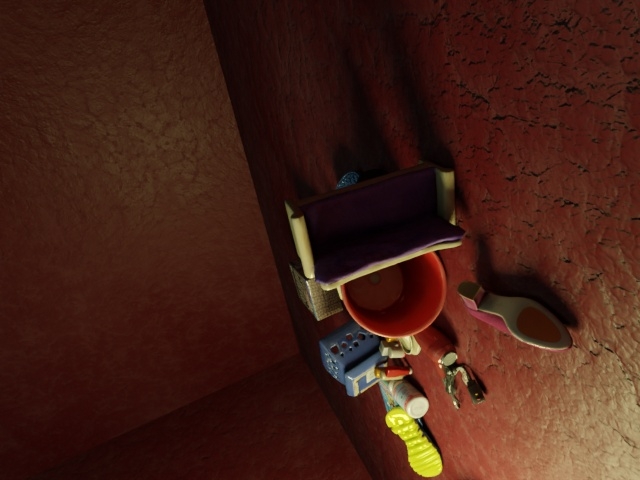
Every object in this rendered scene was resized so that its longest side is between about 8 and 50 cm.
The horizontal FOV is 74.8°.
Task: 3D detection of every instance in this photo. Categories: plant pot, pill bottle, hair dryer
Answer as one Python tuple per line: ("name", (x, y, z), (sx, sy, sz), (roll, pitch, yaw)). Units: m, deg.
("plant pot", (0.150, 0.484, 1.729), (0.212, 0.236, 0.236), (49, 159, 38))
("plant pot", (0.173, 0.114, 1.157), (0.243, 0.275, 0.275), (147, 101, -84))
("pill bottle", (0.317, 0.570, 1.535), (0.160, 0.087, 0.087), (27, 136, 67))
("hair dryer", (0.334, 0.348, 1.206), (0.223, 0.080, 0.293), (104, 142, -65))

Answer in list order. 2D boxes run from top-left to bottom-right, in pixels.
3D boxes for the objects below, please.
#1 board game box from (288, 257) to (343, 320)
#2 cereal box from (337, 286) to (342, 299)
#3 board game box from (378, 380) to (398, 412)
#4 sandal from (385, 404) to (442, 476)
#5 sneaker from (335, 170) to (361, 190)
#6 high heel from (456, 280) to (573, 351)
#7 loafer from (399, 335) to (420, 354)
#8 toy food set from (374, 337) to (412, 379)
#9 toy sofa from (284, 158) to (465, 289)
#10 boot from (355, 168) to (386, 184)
("board game box", (-0.029, 0.232, 2.156), (0.291, 0.141, 0.232), (35, 143, 64))
("cereal box", (0.076, 0.081, 1.592), (0.173, 0.047, 0.240), (-77, -25, -51))
("board game box", (0.312, 0.672, 1.760), (0.160, 0.047, 0.210), (27, 136, 68))
("sandal", (0.366, 0.741, 1.590), (0.317, 0.126, 0.138), (63, -160, -3))
("sneaker", (0.094, -0.136, 1.389), (0.081, 0.090, 0.232), (35, 128, 17))
("high heel", (0.390, 0.163, 0.841), (0.117, 0.082, 0.244), (41, 169, -38))
("loafer", (0.248, 0.252, 1.346), (0.268, 0.092, 0.102), (72, 164, -10))
("toy food set", (0.280, 0.437, 1.538), (0.111, 0.105, 0.232), (-111, 26, -59))
("toy sofa", (0.119, -0.045, 0.899), (0.177, 0.363, 0.150), (-126, 21, -60))
("boot", (0.113, -0.059, 1.118), (0.112, 0.305, 0.115), (9, 136, 29))
